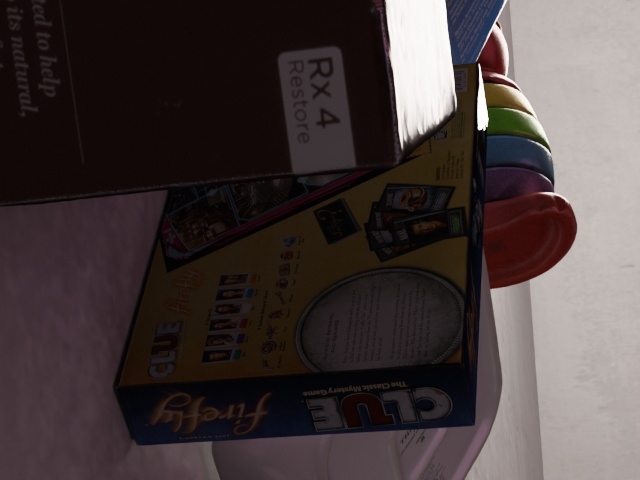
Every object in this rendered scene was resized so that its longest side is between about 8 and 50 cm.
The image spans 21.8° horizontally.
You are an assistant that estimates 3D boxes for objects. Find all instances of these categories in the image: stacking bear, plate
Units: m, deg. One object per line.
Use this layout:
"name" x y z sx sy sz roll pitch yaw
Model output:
"stacking bear" 0.158 -0.110 1.732 0.164 0.175 0.289 59 21 -61
"plate" 0.047 0.112 1.052 0.277 0.045 0.278 -55 148 -33

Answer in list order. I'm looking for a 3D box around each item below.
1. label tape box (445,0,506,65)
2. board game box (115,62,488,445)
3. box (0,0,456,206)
"label tape box" 0.093 -0.329 1.389 0.249 0.115 0.347 -63 153 -23
"board game box" 0.000 0.000 0.854 0.243 0.165 0.042 -80 161 -50
"box" -0.044 -0.113 0.675 0.203 0.167 0.168 -37 121 -76
